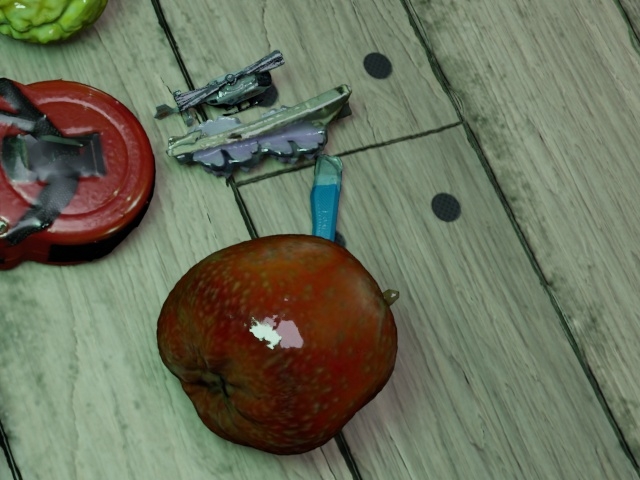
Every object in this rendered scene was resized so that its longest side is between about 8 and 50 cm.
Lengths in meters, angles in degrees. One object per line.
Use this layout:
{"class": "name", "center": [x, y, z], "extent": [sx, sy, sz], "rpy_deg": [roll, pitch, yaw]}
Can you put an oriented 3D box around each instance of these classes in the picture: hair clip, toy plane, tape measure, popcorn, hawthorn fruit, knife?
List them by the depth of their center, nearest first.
{"class": "hawthorn fruit", "center": [-0.037, 0.116, 1.290], "extent": [0.300, 0.275, 0.275], "rpy_deg": [-22, 76, -17]}
{"class": "tape measure", "center": [-0.342, -0.095, 1.357], "extent": [0.260, 0.114, 0.253], "rpy_deg": [-9, 71, -22]}
{"class": "popcorn", "center": [-0.385, -0.372, 1.416], "extent": [0.204, 0.183, 0.221], "rpy_deg": [-14, 101, 6]}
{"class": "knife", "center": [0.000, 0.001, 1.484], "extent": [0.044, 0.026, 0.296], "rpy_deg": [6, 65, 2]}
{"class": "hair clip", "center": [-0.077, -0.152, 1.493], "extent": [0.292, 0.084, 0.106], "rpy_deg": [-18, 62, -19]}
{"class": "toy plane", "center": [-0.144, -0.210, 1.499], "extent": [0.197, 0.078, 0.053], "rpy_deg": [-22, 78, -11]}
